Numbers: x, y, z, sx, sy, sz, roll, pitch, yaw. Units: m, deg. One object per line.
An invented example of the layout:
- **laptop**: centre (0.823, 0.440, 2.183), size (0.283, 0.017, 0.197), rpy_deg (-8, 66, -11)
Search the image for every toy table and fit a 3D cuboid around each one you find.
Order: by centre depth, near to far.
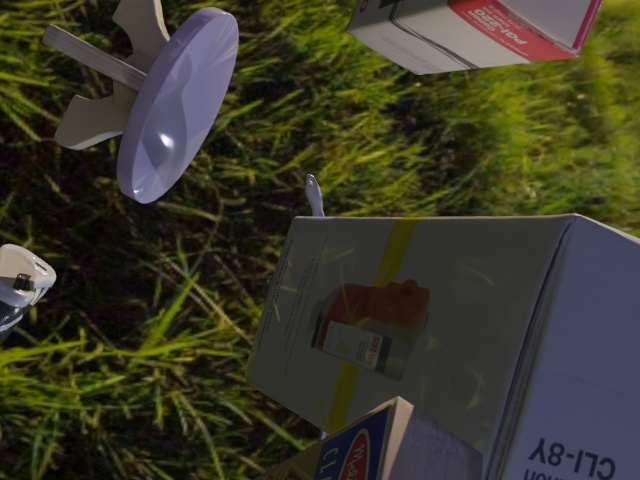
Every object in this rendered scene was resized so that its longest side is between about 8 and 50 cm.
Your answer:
- **toy table**: centre (-0.243, -0.209, 1.091), size (0.274, 0.161, 0.252), rpy_deg (-60, 165, -7)

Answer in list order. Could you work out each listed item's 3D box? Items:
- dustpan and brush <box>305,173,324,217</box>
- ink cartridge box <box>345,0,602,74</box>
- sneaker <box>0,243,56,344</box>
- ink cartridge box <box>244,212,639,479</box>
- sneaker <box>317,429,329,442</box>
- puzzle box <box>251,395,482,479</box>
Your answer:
- **dustpan and brush**: centre (0.000, 0.000, 1.215), size (0.060, 0.147, 0.211), rpy_deg (-52, 137, -35)
- **ink cartridge box**: centre (0.126, -0.223, 0.627), size (0.092, 0.218, 0.158), rpy_deg (23, 88, -23)
- **sneaker**: centre (-0.407, 0.079, 1.009), size (0.079, 0.121, 0.217), rpy_deg (38, 1, -11)
- **ink cartridge box**: centre (0.142, 0.094, 0.580), size (0.279, 0.385, 0.160), rpy_deg (19, 85, -21)
- **sneaker**: centre (0.067, 0.317, 1.215), size (0.112, 0.131, 0.319), rpy_deg (43, 35, -25)
- **puzzle box**: centre (-0.073, 0.270, 0.260), size (0.052, 0.272, 0.409), rpy_deg (37, 40, -17)
